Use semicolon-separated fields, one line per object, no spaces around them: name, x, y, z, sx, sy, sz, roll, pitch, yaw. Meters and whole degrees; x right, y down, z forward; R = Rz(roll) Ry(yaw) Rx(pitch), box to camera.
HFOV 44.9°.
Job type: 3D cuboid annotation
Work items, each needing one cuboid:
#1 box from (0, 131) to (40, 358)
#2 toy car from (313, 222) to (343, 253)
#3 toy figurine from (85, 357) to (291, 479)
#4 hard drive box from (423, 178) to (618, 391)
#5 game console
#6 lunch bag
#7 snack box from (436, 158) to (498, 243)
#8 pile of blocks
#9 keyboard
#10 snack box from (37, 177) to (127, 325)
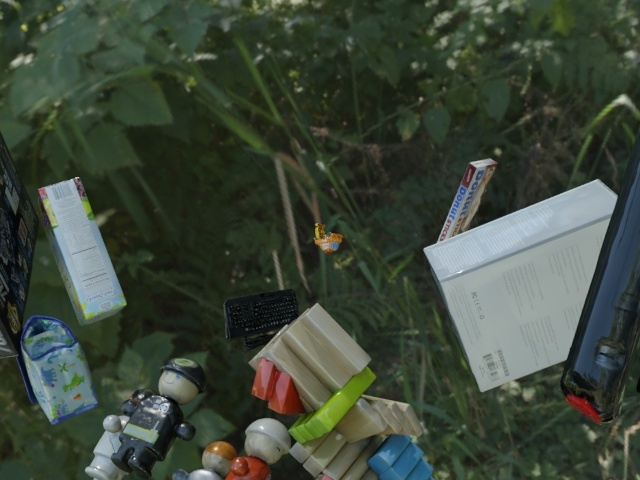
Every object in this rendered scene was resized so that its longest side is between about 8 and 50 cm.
box;-0.497;-0.028;1.125;0.073;0.295;0.293;-8;46;-3
toy car;0.000;0.000;1.526;0.060;0.122;0.040;-8;77;24
toy figurine;-0.167;0.263;0.975;0.209;0.213;0.148;-37;22;53
hard drive box;0.270;0.058;0.955;0.232;0.181;0.089;-21;27;4
game console;0.263;-0.067;0.549;0.060;0.342;0.386;17;90;23
lunch bag;-0.430;0.200;1.243;0.096;0.128;0.151;-19;24;-24
snack box;0.270;-0.067;1.431;0.064;0.178;0.022;-14;43;-40
pile of blocks;0.035;0.245;0.851;0.149;0.362;0.112;-4;32;50
keyboard;-0.094;0.144;1.395;0.038;0.100;0.192;-5;1;39
snack box;-0.377;0.024;1.212;0.070;0.207;0.174;-22;-2;-22
